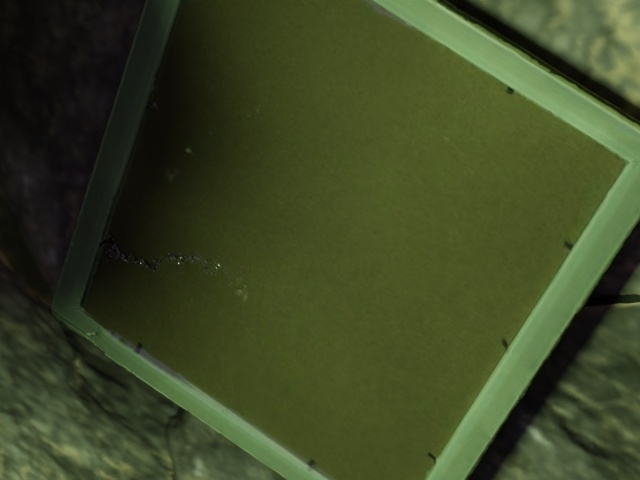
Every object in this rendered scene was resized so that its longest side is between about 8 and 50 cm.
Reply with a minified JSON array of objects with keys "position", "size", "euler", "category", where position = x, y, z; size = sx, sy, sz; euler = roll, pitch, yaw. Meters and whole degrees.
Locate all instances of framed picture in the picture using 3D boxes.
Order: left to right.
[{"position":[0.000,0.000,0.703],"size":[0.231,0.018,0.293],"euler":[34,133,8],"category":"framed picture"}]
